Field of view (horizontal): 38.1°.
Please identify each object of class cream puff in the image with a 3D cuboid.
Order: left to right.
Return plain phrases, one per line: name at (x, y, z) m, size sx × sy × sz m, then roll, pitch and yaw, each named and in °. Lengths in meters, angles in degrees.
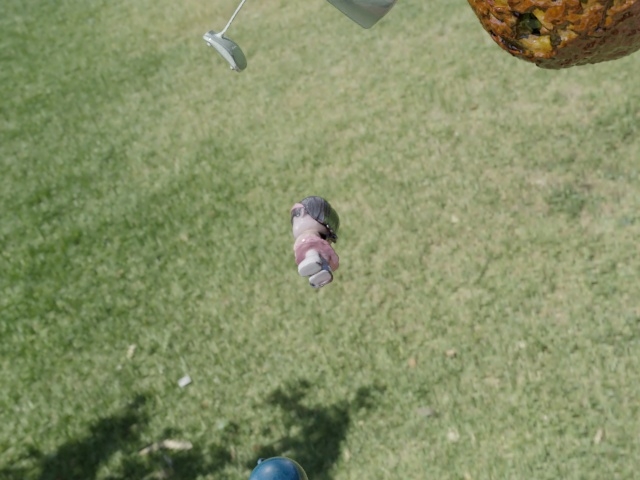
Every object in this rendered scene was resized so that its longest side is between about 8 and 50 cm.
cream puff at (0.305, -0.369, 1.101) m, size 0.303 × 0.212 × 0.303 m, roll -3°, pitch 73°, yaw 9°

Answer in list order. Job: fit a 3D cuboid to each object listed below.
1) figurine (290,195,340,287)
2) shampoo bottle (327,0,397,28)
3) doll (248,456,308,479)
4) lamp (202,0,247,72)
figurine at (0.000, 0.000, 1.074) m, size 0.054 × 0.072 × 0.129 m, roll -37°, pitch 33°, yaw 20°
shampoo bottle at (-0.033, -0.223, 0.615) m, size 0.049 × 0.212 × 0.072 m, roll -22°, pitch 43°, yaw 53°
doll at (-0.048, 0.361, 1.288) m, size 0.152 × 0.114 × 0.085 m, roll 49°, pitch 114°, yaw 35°
lamp at (-0.051, -0.275, 0.987) m, size 0.198 × 0.056 × 0.050 m, roll -52°, pitch 2°, yaw 19°
